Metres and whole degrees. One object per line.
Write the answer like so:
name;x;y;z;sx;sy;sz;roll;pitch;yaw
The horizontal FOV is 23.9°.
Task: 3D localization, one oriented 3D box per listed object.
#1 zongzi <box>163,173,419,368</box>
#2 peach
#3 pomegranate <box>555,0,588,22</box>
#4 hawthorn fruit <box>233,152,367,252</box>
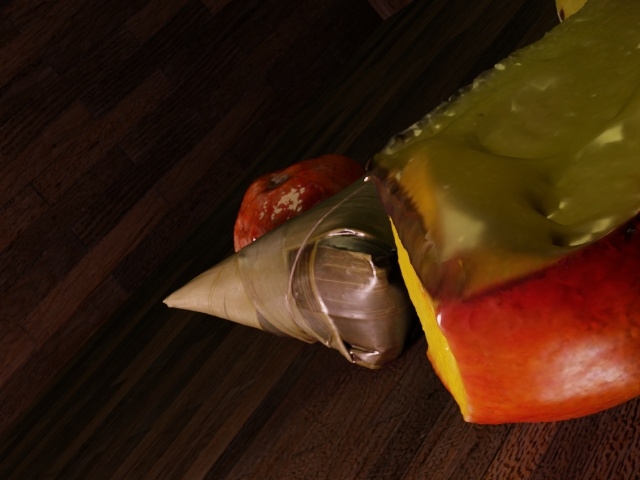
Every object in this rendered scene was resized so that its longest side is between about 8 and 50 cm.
zongzi;0.015;-0.004;1.708;0.318;0.154;0.289;5;34;33
peach;0.203;-0.010;1.131;0.380;0.242;0.306;-34;29;-24
pomegranate;0.386;-0.262;1.572;0.286;0.230;0.231;-7;-17;-45
hawthorn fruit;0.000;0.000;1.857;0.207;0.207;0.243;-40;17;0
